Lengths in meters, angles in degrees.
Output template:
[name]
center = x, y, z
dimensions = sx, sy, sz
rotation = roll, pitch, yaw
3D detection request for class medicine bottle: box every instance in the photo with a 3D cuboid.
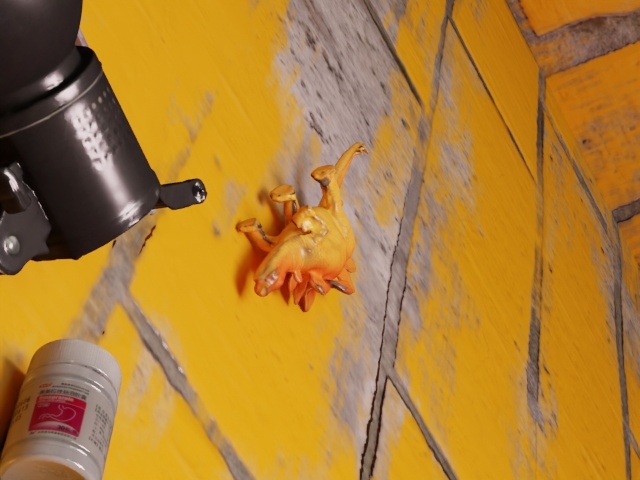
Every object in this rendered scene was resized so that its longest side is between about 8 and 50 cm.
[medicine bottle]
center = -0.150, 0.108, 0.820
dimensions = 0.058, 0.058, 0.091
rotation = 53, 26, -34

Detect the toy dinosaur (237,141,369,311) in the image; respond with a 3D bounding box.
[toy dinosaur]
center = 0.000, 0.000, 1.273
dimensions = 0.288, 0.070, 0.117
rotation = -51, 128, -61

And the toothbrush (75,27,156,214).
[toothbrush]
center = -0.164, -0.108, 1.051
dimensions = 0.194, 0.014, 0.017
rotation = 68, 22, -2

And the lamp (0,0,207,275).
[lamp]
center = -0.177, -0.074, 0.852
dimensions = 0.227, 0.147, 0.172
rotation = 67, 33, -26
